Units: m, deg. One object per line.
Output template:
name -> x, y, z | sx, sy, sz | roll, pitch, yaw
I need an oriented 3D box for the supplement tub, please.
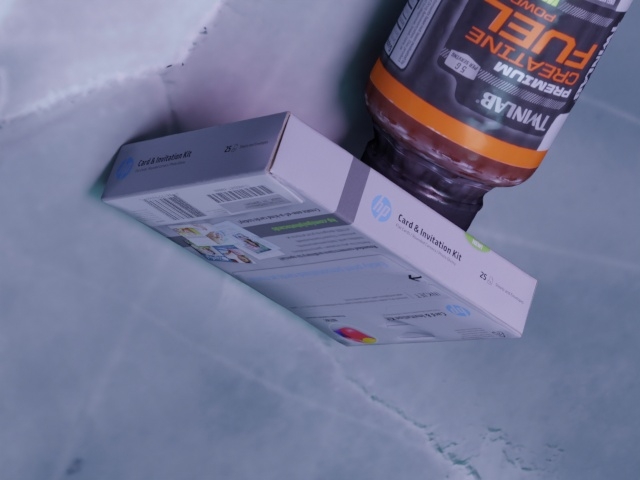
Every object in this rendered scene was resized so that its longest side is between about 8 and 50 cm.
supplement tub -> 0.091, -0.101, 1.042 | 0.106, 0.106, 0.198 | 17, 111, -29

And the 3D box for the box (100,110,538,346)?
box -> 0.000, 0.000, 1.044 | 0.186, 0.145, 0.038 | 33, 66, -32
